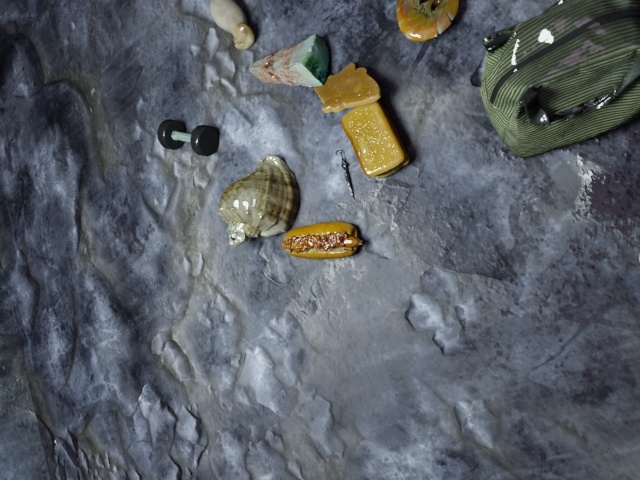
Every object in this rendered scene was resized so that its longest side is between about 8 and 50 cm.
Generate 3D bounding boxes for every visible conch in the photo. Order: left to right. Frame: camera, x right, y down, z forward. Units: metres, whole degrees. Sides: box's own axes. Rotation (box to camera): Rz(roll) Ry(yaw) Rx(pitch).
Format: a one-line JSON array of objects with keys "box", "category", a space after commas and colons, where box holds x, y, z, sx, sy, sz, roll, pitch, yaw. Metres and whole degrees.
[{"box": [-0.190, -0.112, 1.200, 0.210, 0.159, 0.291, 23, 98, 27], "category": "conch"}]

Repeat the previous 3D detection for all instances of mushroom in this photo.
[{"box": [-0.282, -0.692, 1.300, 0.097, 0.088, 0.212, -42, 77, 30], "category": "mushroom"}]

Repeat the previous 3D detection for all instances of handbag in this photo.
[{"box": [0.491, -0.335, 0.808, 0.341, 0.240, 0.247, -19, 76, 27], "category": "handbag"}]

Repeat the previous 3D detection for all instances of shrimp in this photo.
[{"box": [0.251, -0.606, 1.028, 0.150, 0.068, 0.248, -19, 77, 14], "category": "shrimp"}]

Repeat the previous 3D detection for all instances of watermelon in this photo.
[{"box": [-0.097, -0.516, 1.198, 0.241, 0.094, 0.154, 0, 69, 32], "category": "watermelon"}]

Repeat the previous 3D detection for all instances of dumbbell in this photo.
[{"box": [-0.437, -0.339, 1.366, 0.191, 0.100, 0.100, 16, 96, 28], "category": "dumbbell"}]

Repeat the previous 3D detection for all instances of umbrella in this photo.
[{"box": [0.074, -0.182, 1.144, 0.022, 0.022, 0.148, -20, 86, 2], "category": "umbrella"}]

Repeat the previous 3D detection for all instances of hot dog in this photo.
[{"box": [0.000, 0.000, 1.145, 0.249, 0.076, 0.102, -2, 85, 28], "category": "hot dog"}]

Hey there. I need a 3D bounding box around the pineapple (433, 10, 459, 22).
[{"box": [0.301, -0.550, 1.032, 0.083, 0.019, 0.045, 13, 89, 28], "category": "pineapple"}]

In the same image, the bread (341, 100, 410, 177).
[{"box": [0.142, -0.262, 1.076, 0.116, 0.077, 0.200, -30, 74, 25], "category": "bread"}]

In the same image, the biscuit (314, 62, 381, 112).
[{"box": [0.072, -0.402, 1.106, 0.250, 0.035, 0.162, 33, 88, 46], "category": "biscuit"}]
